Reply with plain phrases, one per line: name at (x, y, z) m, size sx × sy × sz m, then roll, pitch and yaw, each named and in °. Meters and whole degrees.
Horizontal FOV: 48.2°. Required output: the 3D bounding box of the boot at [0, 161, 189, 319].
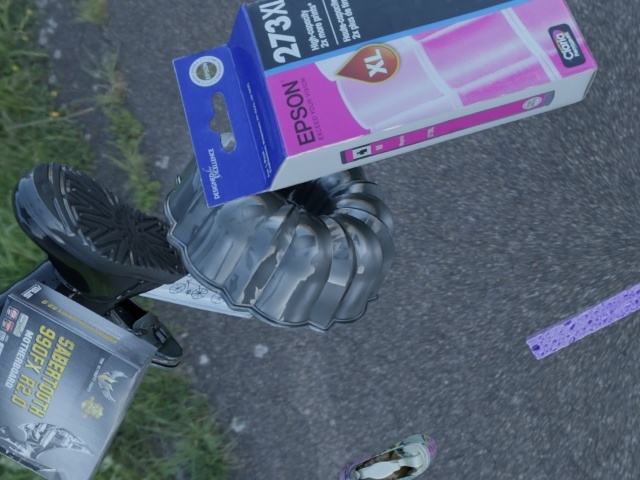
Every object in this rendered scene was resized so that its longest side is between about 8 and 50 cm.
boot at (-0.466, 0.090, 1.072) m, size 0.445 × 0.367 × 0.146 m, roll -28°, pitch 64°, yaw 10°

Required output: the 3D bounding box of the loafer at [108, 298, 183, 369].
loafer at (-0.394, 0.167, 1.487) m, size 0.267 × 0.096 × 0.084 m, roll 35°, pitch 115°, yaw -3°

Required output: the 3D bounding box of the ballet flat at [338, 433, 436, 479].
ballet flat at (0.141, 0.423, 1.349) m, size 0.079 × 0.222 × 0.077 m, roll -41°, pitch 64°, yaw 62°

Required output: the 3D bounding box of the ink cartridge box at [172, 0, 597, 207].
ink cartridge box at (0.047, -0.166, 0.674) m, size 0.371 × 0.069 × 0.175 m, roll -17°, pitch 69°, yaw 2°

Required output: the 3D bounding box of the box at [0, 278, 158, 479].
box at (-0.335, 0.190, 0.907) m, size 0.183 × 0.056 × 0.231 m, roll 30°, pitch 113°, yaw 0°

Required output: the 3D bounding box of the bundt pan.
bundt pan at (-0.035, -0.040, 0.968) m, size 0.331 × 0.331 × 0.124 m, roll 48°, pitch 127°, yaw 19°

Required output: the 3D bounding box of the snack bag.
snack bag at (-0.176, 0.008, 1.426) m, size 0.323 × 0.342 × 0.037 m, roll 7°, pitch 133°, yaw 33°

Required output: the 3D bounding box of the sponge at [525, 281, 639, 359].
sponge at (0.378, 0.098, 0.961) m, size 0.210 × 0.117 × 0.031 m, roll -31°, pitch 77°, yaw 13°
